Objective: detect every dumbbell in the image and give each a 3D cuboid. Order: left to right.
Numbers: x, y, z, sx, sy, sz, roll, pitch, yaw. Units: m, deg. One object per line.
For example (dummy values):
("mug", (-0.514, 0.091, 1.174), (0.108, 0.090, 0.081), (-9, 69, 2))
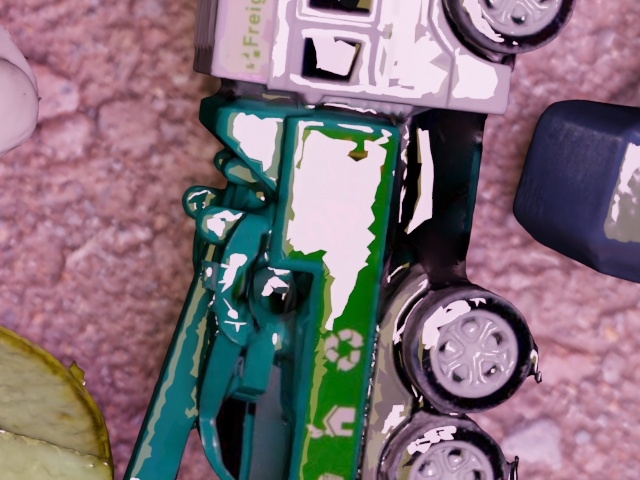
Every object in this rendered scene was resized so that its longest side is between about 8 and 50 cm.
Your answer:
("dumbbell", (0.208, -0.133, 0.688), (0.160, 0.144, 0.325), (16, 101, 6))

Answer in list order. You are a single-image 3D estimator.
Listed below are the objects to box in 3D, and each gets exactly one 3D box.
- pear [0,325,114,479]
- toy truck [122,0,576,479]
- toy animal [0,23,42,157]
("pear", (-0.262, 0.155, 0.815), (0.288, 0.139, 0.239), (17, 104, 0))
("toy truck", (0.008, -0.001, 0.705), (0.178, 0.176, 0.363), (9, 97, -12))
("toy animal", (-0.236, -0.046, 0.748), (0.178, 0.127, 0.193), (16, 58, 27))
